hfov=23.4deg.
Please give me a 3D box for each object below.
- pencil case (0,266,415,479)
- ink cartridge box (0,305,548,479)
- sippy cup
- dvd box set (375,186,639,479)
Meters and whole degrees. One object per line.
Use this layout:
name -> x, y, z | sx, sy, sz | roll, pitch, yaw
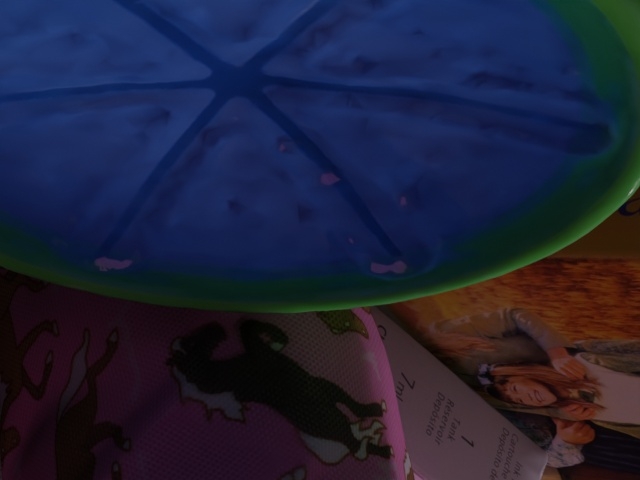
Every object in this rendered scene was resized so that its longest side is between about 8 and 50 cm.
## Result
pencil case -> -0.067, 0.031, 0.606 | 0.167, 0.386, 0.160 | -7, 152, -12
ink cartridge box -> -0.001, 0.161, 0.809 | 0.261, 0.066, 0.296 | 42, 140, -24
sippy cup -> -0.020, -0.125, 0.458 | 0.240, 0.224, 0.305 | 3, 153, -4
dvd box set -> 0.085, 0.083, 0.774 | 0.420, 0.062, 0.308 | 1, 139, 27
